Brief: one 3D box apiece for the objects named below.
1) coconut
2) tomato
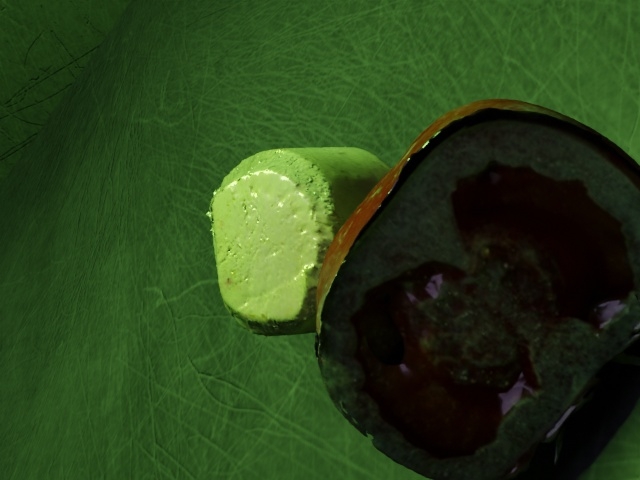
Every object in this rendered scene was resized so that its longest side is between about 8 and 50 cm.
[{"bbox_3d":[0.000,0.000,1.002,0.147,0.153,0.147,4,97,36],"label":"coconut"},{"bbox_3d":[0.098,0.019,0.790,0.214,0.181,0.155,-47,8,10],"label":"tomato"}]
